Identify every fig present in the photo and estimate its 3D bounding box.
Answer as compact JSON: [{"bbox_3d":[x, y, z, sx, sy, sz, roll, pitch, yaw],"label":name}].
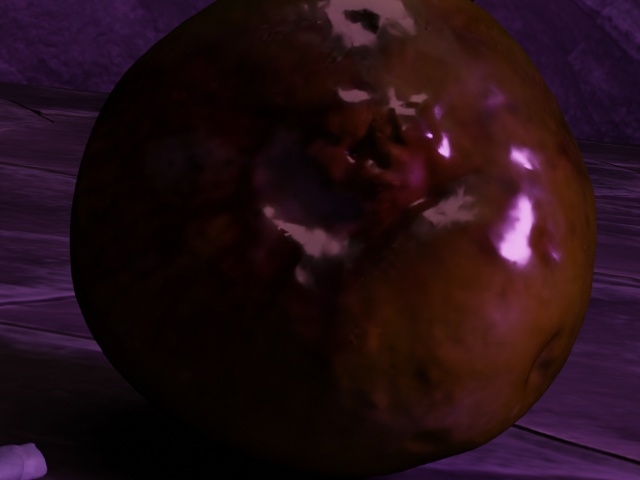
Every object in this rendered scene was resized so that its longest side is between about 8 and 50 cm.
[{"bbox_3d":[0.000,0.000,0.671,0.181,0.181,0.191,5,-13,-15],"label":"fig"}]

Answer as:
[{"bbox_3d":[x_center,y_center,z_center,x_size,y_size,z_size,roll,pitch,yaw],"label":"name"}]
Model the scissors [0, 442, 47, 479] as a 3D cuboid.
[{"bbox_3d":[-0.201,0.078,0.409,0.383,0.029,0.256,-3,12,-43],"label":"scissors"}]
